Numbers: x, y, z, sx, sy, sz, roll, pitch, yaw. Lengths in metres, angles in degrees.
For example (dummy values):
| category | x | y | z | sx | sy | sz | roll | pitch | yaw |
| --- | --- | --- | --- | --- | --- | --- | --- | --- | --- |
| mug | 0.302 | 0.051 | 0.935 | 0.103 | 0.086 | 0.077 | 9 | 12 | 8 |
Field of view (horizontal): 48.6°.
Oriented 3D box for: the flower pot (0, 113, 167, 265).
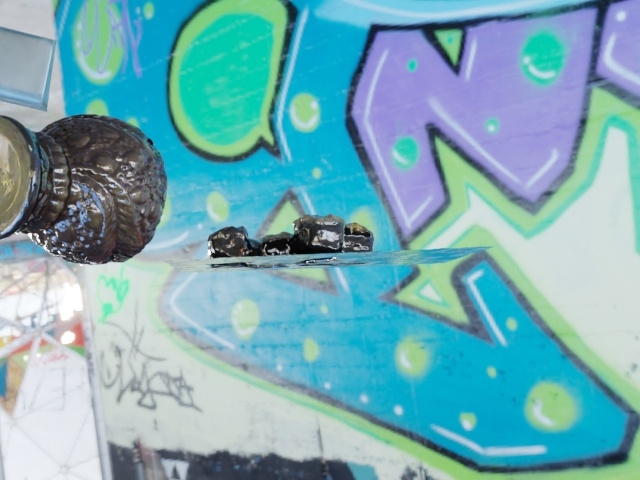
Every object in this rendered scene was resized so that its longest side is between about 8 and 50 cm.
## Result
| category | x | y | z | sx | sy | sz | roll | pitch | yaw |
| --- | --- | --- | --- | --- | --- | --- | --- | --- | --- |
| flower pot | -0.437 | -0.091 | 1.176 | 0.266 | 0.267 | 0.267 | -9 | 173 | 28 |

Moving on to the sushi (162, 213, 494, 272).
| category | x | y | z | sx | sy | sz | roll | pitch | yaw |
| --- | --- | --- | --- | --- | --- | --- | --- | --- | --- |
| sushi | 0.000 | 0.000 | 0.664 | 0.279 | 0.043 | 0.192 | -3 | 174 | -4 |

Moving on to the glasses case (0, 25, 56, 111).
| category | x | y | z | sx | sy | sz | roll | pitch | yaw |
| --- | --- | --- | --- | --- | --- | --- | --- | --- | --- |
| glasses case | -0.487 | -0.239 | 0.909 | 0.265 | 0.105 | 0.056 | 11 | -156 | -14 |
